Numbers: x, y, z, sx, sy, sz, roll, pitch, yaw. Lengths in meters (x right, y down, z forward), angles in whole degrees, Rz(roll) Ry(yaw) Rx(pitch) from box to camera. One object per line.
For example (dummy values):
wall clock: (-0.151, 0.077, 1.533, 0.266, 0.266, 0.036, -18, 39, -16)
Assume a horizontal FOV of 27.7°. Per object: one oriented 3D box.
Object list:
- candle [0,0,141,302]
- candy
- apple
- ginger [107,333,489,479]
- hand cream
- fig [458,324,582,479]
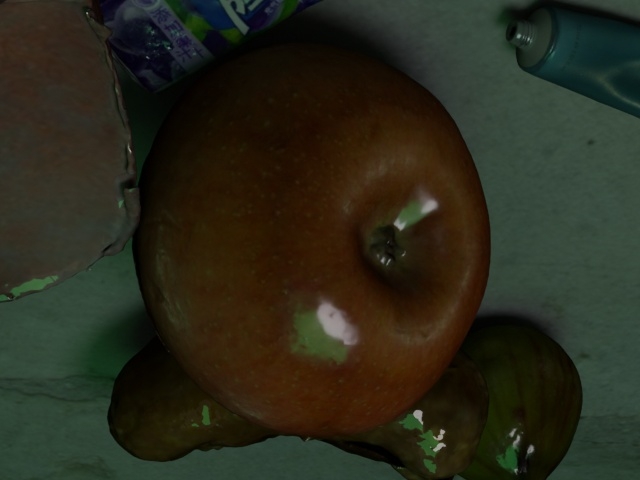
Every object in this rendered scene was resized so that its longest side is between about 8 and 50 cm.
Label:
candle: (-0.244, -0.098, 0.802, 0.317, 0.131, 0.287, 17, 135, -40)
candy: (-0.011, -0.203, 0.841, 0.312, 0.061, 0.088, -26, 130, 19)
apple: (0.000, 0.000, 0.905, 0.251, 0.272, 0.206, 11, 174, -24)
ginger: (-0.017, 0.111, 1.094, 0.321, 0.172, 0.165, 2, 161, 14)
hand cream: (0.234, -0.125, 0.966, 0.224, 0.048, 0.083, 12, 130, -24)
fig: (0.174, 0.165, 1.148, 0.142, 0.186, 0.148, 0, 148, -36)
